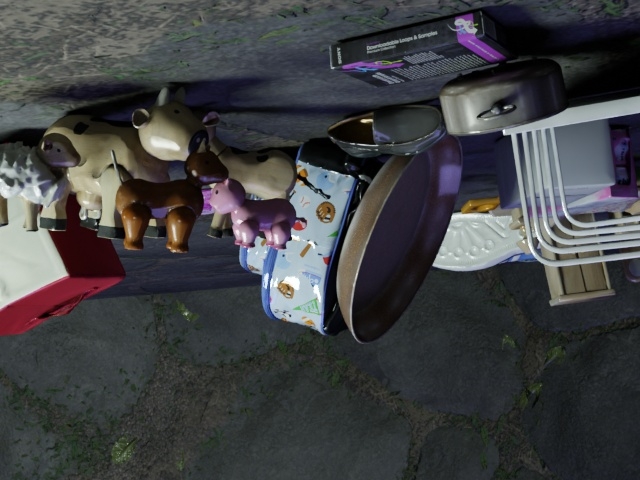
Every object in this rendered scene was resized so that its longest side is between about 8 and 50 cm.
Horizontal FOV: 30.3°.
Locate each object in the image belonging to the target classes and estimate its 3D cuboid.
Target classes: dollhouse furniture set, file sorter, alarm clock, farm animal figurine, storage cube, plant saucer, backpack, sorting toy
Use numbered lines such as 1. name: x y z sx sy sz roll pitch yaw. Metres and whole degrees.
1. dollhouse furniture set: 0.519 -0.012 2.049 0.303 0.174 0.355 -7 167 -15
2. file sorter: 0.344 -0.085 1.385 0.192 0.173 0.277 -7 -173 21
3. alarm clock: 0.186 -0.147 1.214 0.129 0.064 0.192 -11 -165 15
4. farm animal figurine: -0.185 -0.088 1.344 0.326 0.172 0.330 6 -176 17
5. storage cube: -0.396 0.003 1.513 0.183 0.215 0.193 -27 174 9
6. plant saucer: 0.103 -0.010 1.611 0.050 0.311 0.310 25 -175 22
7. backpack: 0.000 0.000 1.712 0.213 0.264 0.276 10 179 22
8. sorting toy: 0.416 -0.095 2.110 0.347 0.047 0.196 -5 167 -22

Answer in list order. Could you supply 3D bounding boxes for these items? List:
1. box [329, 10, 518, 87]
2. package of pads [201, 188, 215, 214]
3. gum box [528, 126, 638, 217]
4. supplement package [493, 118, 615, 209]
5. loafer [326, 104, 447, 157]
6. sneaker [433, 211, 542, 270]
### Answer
1. box: 0.105 -0.191 1.194 0.162 0.029 0.116 -10 173 25
2. package of pads: -0.198 -0.064 1.983 0.050 0.032 0.083 -7 173 -7
3. gum box: 0.392 -0.102 1.787 0.062 0.107 0.188 0 172 -34
4. supplement package: 0.329 -0.111 1.680 0.105 0.105 0.179 -3 172 -12
5. loafer: 0.085 -0.138 1.484 0.170 0.062 0.061 -12 165 38
6. sneaker: 0.385 0.004 2.533 0.322 0.130 0.236 -13 167 17
